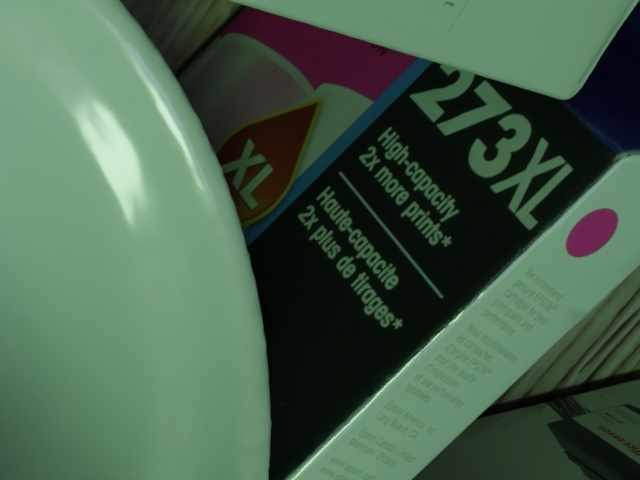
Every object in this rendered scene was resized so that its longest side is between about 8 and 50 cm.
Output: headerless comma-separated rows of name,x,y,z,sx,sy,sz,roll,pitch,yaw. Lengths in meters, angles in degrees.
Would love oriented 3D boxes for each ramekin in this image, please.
ramekin,-0.147,0.043,0.448,0.135,0.277,0.277,-9,155,34

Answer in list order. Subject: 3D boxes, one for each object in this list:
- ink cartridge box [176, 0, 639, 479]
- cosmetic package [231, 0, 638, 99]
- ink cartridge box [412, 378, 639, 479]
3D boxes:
ink cartridge box,0.000,0.000,0.585,0.371,0.176,0.069,-43,141,7
cosmetic package,0.015,-0.156,0.466,0.184,0.151,0.151,9,122,-42
ink cartridge box,0.158,0.207,0.938,0.307,0.129,0.223,-9,133,-30
